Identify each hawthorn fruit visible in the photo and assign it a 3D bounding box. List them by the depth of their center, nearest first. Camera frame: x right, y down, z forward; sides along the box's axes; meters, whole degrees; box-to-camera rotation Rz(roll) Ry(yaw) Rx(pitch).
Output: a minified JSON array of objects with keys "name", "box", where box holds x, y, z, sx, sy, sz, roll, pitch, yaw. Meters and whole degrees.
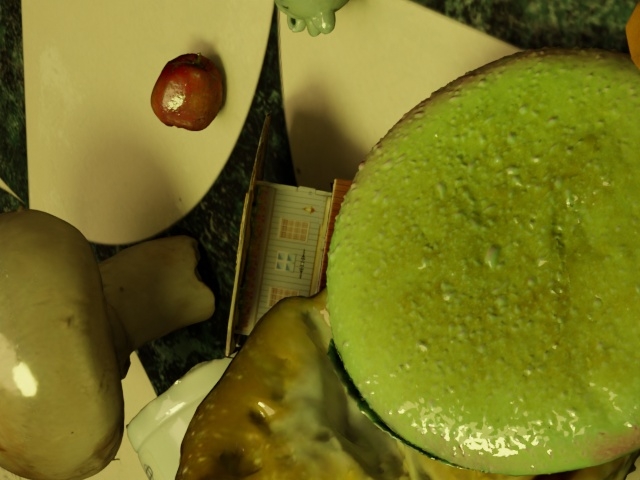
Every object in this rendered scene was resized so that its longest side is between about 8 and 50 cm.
[{"name":"hawthorn fruit","box":[-0.132,-0.147,1.178,0.077,0.077,0.077,26,124,44]}]

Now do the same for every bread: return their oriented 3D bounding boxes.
[{"name":"bread","box":[0.129,0.003,0.767,0.301,0.045,0.301,-12,62,23]}]

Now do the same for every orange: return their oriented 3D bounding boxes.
[{"name":"orange","box":[0.076,0.139,0.877,0.369,0.210,0.271,-34,55,12]}]

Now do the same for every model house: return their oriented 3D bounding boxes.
[{"name":"model house","box":[0.000,0.000,1.040,0.207,0.136,0.219,83,-163,-90]}]

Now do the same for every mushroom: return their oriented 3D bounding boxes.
[{"name":"mushroom","box":[-0.246,0.099,1.242,0.292,0.290,0.292,37,134,52]}]

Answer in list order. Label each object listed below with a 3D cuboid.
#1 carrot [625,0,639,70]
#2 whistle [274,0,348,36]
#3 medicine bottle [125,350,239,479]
[{"name":"carrot","box":[0.275,-0.160,0.646,0.260,0.070,0.070,-34,78,52]},{"name":"whistle","box":[0.004,-0.266,0.926,0.110,0.092,0.244,57,144,36]},{"name":"medicine bottle","box":[-0.028,0.278,1.124,0.332,0.190,0.190,59,142,17]}]
